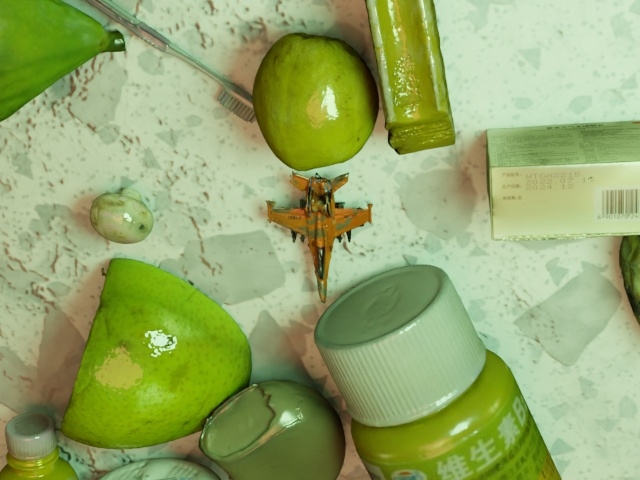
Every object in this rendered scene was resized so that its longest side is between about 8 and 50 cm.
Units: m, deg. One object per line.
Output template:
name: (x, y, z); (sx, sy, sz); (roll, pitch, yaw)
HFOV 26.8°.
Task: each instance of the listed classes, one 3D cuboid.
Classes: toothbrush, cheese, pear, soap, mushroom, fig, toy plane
toothbrush: (-0.219, -0.249, 1.624); (0.354, 0.024, 0.029); (34, 112, -11)
cheese: (-0.049, 0.281, 1.811); (0.175, 0.091, 0.202); (-33, 128, 5)
pear: (-0.211, 0.194, 1.792); (0.239, 0.139, 0.288); (14, 117, -14)
pear: (-0.005, -0.166, 1.578); (0.148, 0.149, 0.162); (-2, 112, 7)
soap: (0.099, -0.217, 1.534); (0.080, 0.160, 0.258); (-9, 116, 8)
mushroom: (-0.252, -0.031, 1.714); (0.083, 0.067, 0.083); (14, 152, 7)
fig: (-0.419, -0.247, 1.579); (0.314, 0.233, 0.233); (-33, 116, -27)
toy plane: (0.001, -0.007, 1.710); (0.135, 0.062, 0.188); (0, 130, 5)

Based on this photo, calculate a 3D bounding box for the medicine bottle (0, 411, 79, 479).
medicine bottle: (-0.398, 0.347, 1.882); (0.121, 0.122, 0.213); (2, 116, 5)

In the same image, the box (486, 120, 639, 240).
box: (0.301, -0.074, 1.579); (0.212, 0.168, 0.095); (-2, 112, 7)

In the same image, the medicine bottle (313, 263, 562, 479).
medicine bottle: (0.154, 0.237, 1.717); (0.224, 0.224, 0.384); (-22, 112, 15)

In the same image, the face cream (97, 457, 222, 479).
face cream: (-0.224, 0.387, 1.837); (0.206, 0.206, 0.111); (-2, 115, 6)

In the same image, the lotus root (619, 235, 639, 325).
lotus root: (0.463, 0.075, 1.654); (0.154, 0.154, 0.278); (-20, 114, 15)
